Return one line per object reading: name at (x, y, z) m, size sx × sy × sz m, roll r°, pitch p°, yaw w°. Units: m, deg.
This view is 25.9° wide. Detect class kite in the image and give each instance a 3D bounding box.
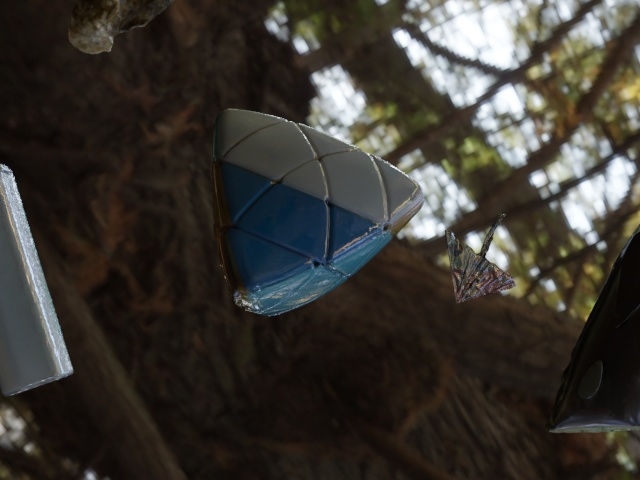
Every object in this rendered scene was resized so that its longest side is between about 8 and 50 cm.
kite at (0.226, 0.025, 1.964) m, size 0.011 × 0.139 × 0.157 m, roll -11°, pitch -132°, yaw 63°

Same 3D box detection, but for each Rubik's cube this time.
Rubik's cube at (0.000, 0.000, 1.531) m, size 0.254 × 0.254 × 0.254 m, roll -22°, pitch -149°, yaw 14°

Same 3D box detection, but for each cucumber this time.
cucumber at (0.243, 0.082, 1.075) m, size 0.115 × 0.085 × 0.193 m, roll 29°, pitch -76°, yaw 43°

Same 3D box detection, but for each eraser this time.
eraser at (-0.418, 0.056, 1.849) m, size 0.104 × 0.290 × 0.189 m, roll -17°, pitch 177°, yaw -19°

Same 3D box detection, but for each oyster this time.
oyster at (-0.259, -0.400, 1.942) m, size 0.166 × 0.094 × 0.294 m, roll -8°, pitch -122°, yaw 26°
